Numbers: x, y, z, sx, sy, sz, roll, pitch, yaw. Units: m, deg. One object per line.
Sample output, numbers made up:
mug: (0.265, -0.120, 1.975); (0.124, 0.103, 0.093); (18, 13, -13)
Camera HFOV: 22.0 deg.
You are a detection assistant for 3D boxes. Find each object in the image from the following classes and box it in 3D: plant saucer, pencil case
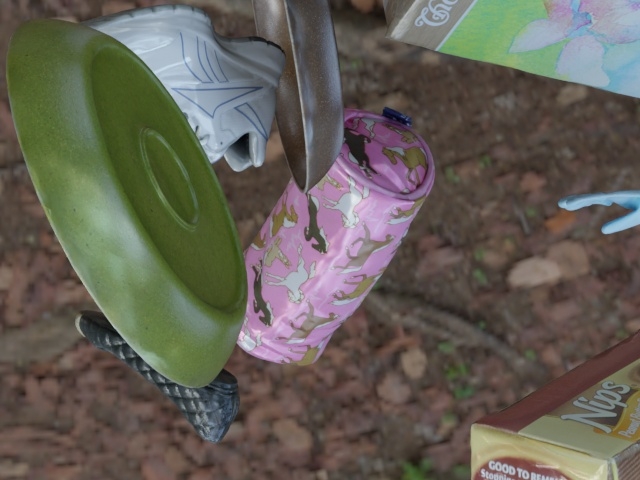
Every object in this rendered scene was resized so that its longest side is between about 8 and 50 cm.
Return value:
plant saucer: (-0.103, -0.030, 0.978); (0.037, 0.241, 0.241); (-24, 133, 14)
pencil case: (0.000, 0.000, 2.097); (0.160, 0.167, 0.386); (14, 135, -17)
plant saucer: (-0.025, -0.201, 1.594); (0.050, 0.310, 0.310); (-10, 134, -5)

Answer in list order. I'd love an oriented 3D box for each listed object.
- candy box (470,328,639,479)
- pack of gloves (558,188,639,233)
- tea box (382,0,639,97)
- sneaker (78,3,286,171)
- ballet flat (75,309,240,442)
candy box: (0.166, 0.222, 0.888); (0.183, 0.088, 0.316); (-21, 115, -47)
pack of gloves: (0.384, -0.033, 1.761); (0.232, 0.046, 0.195); (-4, 178, 33)
tea box: (0.237, -0.273, 1.043); (0.324, 0.220, 0.329); (10, 143, -23)
sneaker: (-0.127, -0.140, 1.532); (0.111, 0.129, 0.297); (-8, 169, 35)
ballet flat: (-0.126, 0.092, 1.203); (0.057, 0.173, 0.049); (7, 105, -48)
